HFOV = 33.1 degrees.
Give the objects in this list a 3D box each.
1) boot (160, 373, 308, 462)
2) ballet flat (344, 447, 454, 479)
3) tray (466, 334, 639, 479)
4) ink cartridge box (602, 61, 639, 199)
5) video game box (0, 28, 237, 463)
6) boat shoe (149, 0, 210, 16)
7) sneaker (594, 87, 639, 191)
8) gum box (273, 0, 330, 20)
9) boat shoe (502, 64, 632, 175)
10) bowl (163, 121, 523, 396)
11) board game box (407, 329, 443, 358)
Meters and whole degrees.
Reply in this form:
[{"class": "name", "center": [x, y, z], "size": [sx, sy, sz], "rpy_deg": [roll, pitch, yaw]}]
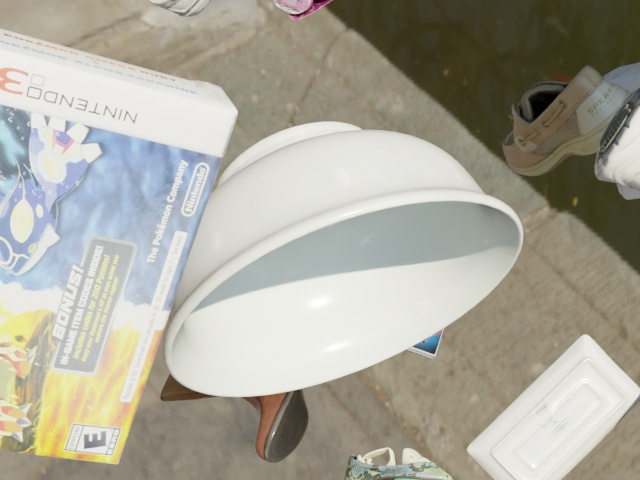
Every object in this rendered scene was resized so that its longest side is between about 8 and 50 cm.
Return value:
[{"class": "boot", "center": [-0.158, 0.261, 1.869], "size": [0.280, 0.096, 0.264], "rpy_deg": [-2, 53, 22]}, {"class": "ballet flat", "center": [0.120, 0.355, 1.690], "size": [0.188, 0.070, 0.070], "rpy_deg": [-9, 49, 28]}, {"class": "tray", "center": [0.376, 0.291, 1.711], "size": [0.270, 0.030, 0.145], "rpy_deg": [-44, 92, -1]}, {"class": "ink cartridge box", "center": [0.569, -0.183, 1.627], "size": [0.115, 0.198, 0.273], "rpy_deg": [-33, 17, -38]}, {"class": "video game box", "center": [-0.159, 0.003, 0.511], "size": [0.187, 0.205, 0.048], "rpy_deg": [13, 19, -23]}, {"class": "boat shoe", "center": [-0.131, -0.365, 1.306], "size": [0.083, 0.226, 0.076], "rpy_deg": [46, 28, 23]}, {"class": "sneaker", "center": [0.344, -0.133, 0.950], "size": [0.115, 0.232, 0.090], "rpy_deg": [27, 30, -3]}, {"class": "gum box", "center": [0.015, -0.372, 1.391], "size": [0.188, 0.062, 0.107], "rpy_deg": [-21, 46, 42]}, {"class": "boat shoe", "center": [0.332, -0.178, 1.527], "size": [0.110, 0.341, 0.121], "rpy_deg": [43, 77, -7]}, {"class": "bowl", "center": [0.000, 0.000, 0.866], "size": [0.298, 0.298, 0.134], "rpy_deg": [-19, 63, -9]}, {"class": "board game box", "center": [0.078, 0.022, 1.290], "size": [0.053, 0.305, 0.193], "rpy_deg": [14, 83, 35]}]
